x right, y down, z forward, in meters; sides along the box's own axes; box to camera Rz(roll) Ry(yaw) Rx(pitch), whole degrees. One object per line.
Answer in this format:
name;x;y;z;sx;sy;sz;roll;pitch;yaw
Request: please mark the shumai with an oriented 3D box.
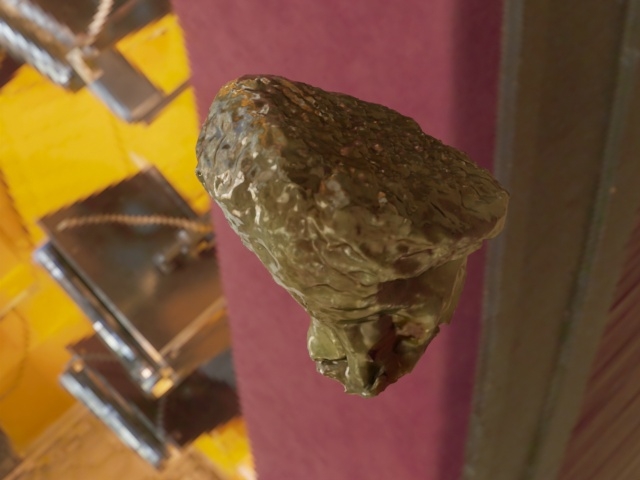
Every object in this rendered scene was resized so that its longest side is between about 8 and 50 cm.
shumai;0.000;0.000;1.199;0.261;0.225;0.222;28;115;0
